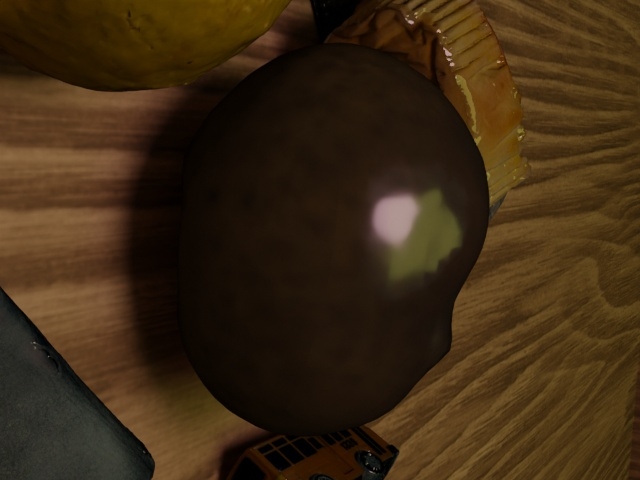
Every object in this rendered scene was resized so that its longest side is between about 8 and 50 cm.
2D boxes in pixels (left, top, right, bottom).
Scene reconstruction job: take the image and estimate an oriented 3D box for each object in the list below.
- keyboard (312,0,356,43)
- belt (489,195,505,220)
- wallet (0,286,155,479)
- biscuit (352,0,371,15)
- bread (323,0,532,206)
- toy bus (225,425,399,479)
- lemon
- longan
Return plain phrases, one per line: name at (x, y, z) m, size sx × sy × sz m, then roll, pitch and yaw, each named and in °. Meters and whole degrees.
keyboard at (0.004, -0.322, 0.960) m, size 0.072 × 0.023 × 0.231 m, roll -46°, pitch 132°, yaw -41°
belt at (0.168, -0.097, 1.130) m, size 0.289 × 0.164 × 0.184 m, roll -50°, pitch 129°, yaw -45°
wallet at (-0.250, 0.140, 0.620) m, size 0.191 × 0.046 × 0.379 m, roll -61°, pitch 141°, yaw -33°
biscuit at (0.092, -0.350, 1.031) m, size 0.291 × 0.062 × 0.237 m, roll -56°, pitch 140°, yaw -48°
bread at (0.110, -0.139, 0.898) m, size 0.133 × 0.179 × 0.250 m, roll -41°, pitch 114°, yaw -46°
toy bus at (-0.010, 0.262, 0.957) m, size 0.201 × 0.114 × 0.098 m, roll -7°, pitch 131°, yaw -57°
lemon at (-0.120, -0.232, 0.572) m, size 0.284 × 0.260 × 0.261 m, roll -69°, pitch 148°, yaw -47°
longan at (0.000, 0.000, 0.780) m, size 0.288 × 0.288 × 0.350 m, roll 7°, pitch 97°, yaw -58°
